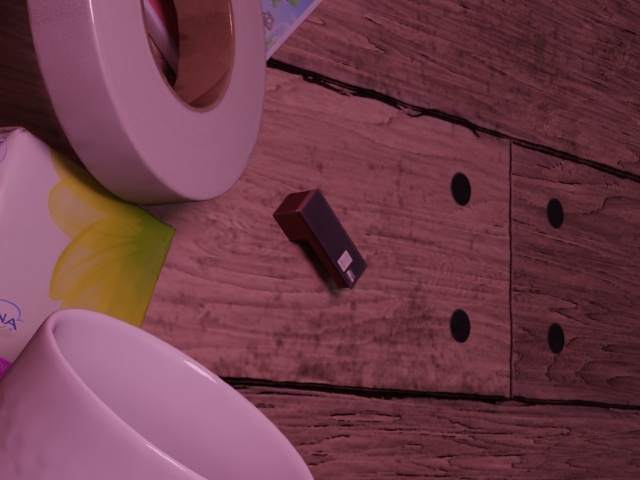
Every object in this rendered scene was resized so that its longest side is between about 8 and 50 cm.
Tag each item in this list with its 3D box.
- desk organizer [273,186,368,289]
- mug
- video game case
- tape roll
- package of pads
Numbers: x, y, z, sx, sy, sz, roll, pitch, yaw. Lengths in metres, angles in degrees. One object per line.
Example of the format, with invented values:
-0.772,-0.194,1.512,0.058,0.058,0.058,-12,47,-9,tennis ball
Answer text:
0.000,0.000,1.615,0.130,0.050,0.047,57,49,-26,desk organizer
-0.190,0.272,1.142,0.328,0.276,0.374,-54,161,7,mug
-0.110,-0.310,1.556,0.204,0.025,0.285,58,48,-25,video game case
-0.163,-0.230,1.323,0.392,0.072,0.392,-4,90,-68,tape roll
-0.288,0.064,1.260,0.229,0.101,0.296,38,58,-39,package of pads
